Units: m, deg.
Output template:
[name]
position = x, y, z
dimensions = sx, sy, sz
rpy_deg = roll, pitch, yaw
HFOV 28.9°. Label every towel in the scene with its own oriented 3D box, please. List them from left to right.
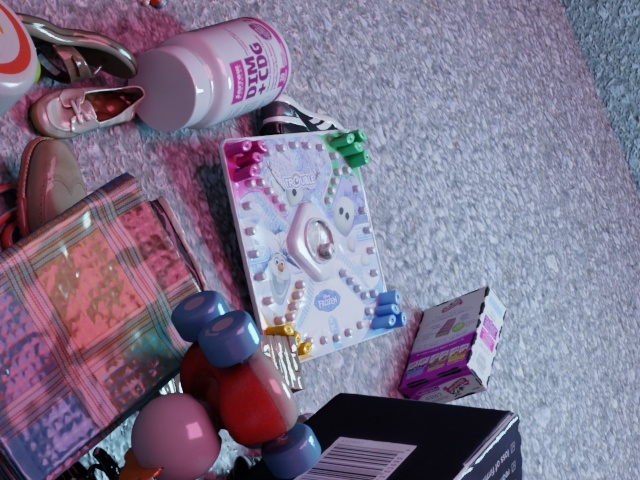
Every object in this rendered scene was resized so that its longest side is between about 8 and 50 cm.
[towel]
position = -0.305, 0.110, 1.572
dimensions = 0.370, 0.040, 0.271
rpy_deg = -40, 107, -38

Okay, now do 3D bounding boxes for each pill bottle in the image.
[pill bottle]
position = -0.183, -0.275, 2.065
dimensions = 0.283, 0.160, 0.160
rpy_deg = -32, 95, -56

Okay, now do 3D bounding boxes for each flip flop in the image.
[flip flop]
position = -0.393, -0.278, 1.849
dimensions = 0.277, 0.112, 0.080
rpy_deg = 12, 86, -53

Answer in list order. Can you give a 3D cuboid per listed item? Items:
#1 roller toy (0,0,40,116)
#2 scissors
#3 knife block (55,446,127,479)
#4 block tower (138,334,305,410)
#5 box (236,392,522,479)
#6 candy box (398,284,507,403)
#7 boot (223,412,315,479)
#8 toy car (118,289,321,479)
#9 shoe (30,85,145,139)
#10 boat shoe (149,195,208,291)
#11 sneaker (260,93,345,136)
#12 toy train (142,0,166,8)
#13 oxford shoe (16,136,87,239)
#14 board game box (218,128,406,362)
[roller toy]
position = -0.490, -0.239, 1.641
dimensions = 0.209, 0.146, 0.191
rpy_deg = 42, 30, -20
[scissors]
position = -0.378, -0.062, 1.788
dimensions = 0.109, 0.021, 0.297
rpy_deg = 59, 35, -7
[knife block]
position = -0.264, 0.403, 1.608
dimensions = 0.088, 0.242, 0.275
rpy_deg = -54, 158, -51
[block tower]
position = -0.158, 0.196, 1.856
dimensions = 0.335, 0.097, 0.091
rpy_deg = 6, 65, -53
[box]
position = 0.062, 0.515, 1.628
dimensions = 0.480, 0.297, 0.471
rpy_deg = -31, 118, -56
[candy box]
position = 0.253, 0.203, 2.345
dimensions = 0.071, 0.159, 0.233
rpy_deg = 51, 37, -22
[boot]
position = -0.072, 0.347, 1.865
dimensions = 0.123, 0.095, 0.258
rpy_deg = 43, 45, -29
[toy car]
position = -0.163, 0.224, 1.564
dimensions = 0.238, 0.210, 0.219
rpy_deg = -32, 113, -15
[shoe]
position = -0.350, -0.204, 1.884
dimensions = 0.219, 0.058, 0.076
rpy_deg = -22, 87, -56
[boat shoe]
position = -0.227, 0.036, 1.915
dimensions = 0.065, 0.075, 0.206
rpy_deg = -25, 97, -13
[sneaker]
position = -0.036, -0.178, 2.289
dimensions = 0.217, 0.079, 0.121
rpy_deg = 22, 63, -45
[toy train]
position = -0.309, -0.486, 2.132
dimensions = 0.166, 0.046, 0.125
rpy_deg = 46, 38, -26
[oxford shoe]
position = -0.319, 0.015, 1.698
dimensions = 0.123, 0.130, 0.348
rpy_deg = -7, 81, -56
[board game box]
position = 0.000, 0.000, 2.168
dimensions = 0.390, 0.050, 0.390
rpy_deg = -12, 89, -54
